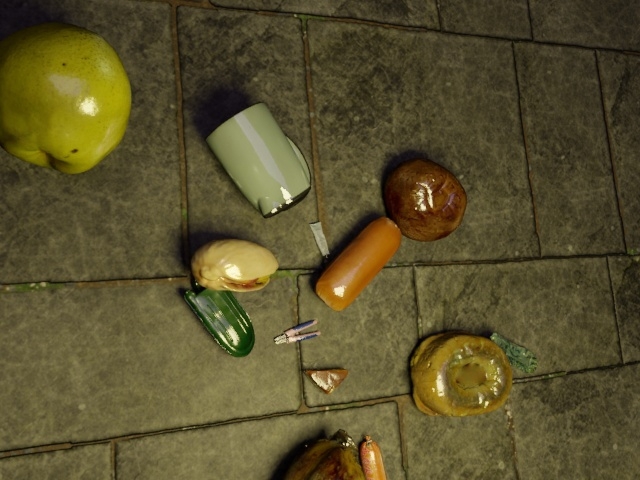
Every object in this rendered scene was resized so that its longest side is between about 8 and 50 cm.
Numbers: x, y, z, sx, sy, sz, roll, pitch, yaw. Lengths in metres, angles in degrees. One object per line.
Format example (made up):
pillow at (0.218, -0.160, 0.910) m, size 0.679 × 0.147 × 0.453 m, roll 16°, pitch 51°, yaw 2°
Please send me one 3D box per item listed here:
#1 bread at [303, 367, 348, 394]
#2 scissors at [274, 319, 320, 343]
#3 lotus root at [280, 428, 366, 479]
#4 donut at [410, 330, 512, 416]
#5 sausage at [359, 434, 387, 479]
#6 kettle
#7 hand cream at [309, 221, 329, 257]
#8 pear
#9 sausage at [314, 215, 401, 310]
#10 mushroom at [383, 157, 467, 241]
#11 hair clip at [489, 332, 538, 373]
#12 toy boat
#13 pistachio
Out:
bread at (0.012, 0.332, 1.320) m, size 0.109 × 0.043 × 0.062 m, roll 5°, pitch 78°, yaw -20°
scissors at (-0.055, 0.223, 1.328) m, size 0.113 × 0.012 × 0.039 m, roll -16°, pitch 87°, yaw -22°
lotus root at (-0.023, 0.595, 1.180) m, size 0.179 × 0.196 × 0.397 m, roll 48°, pitch 63°, yaw -46°
donut at (0.350, 0.332, 1.399) m, size 0.262 × 0.128 × 0.208 m, roll -6°, pitch 83°, yaw -22°
sausage at (0.146, 0.633, 1.316) m, size 0.053 × 0.053 × 0.347 m, roll -11°, pitch 85°, yaw -21°
kettle at (-0.117, -0.185, 1.306) m, size 0.236 × 0.161 × 0.221 m, roll 56°, pitch 38°, yaw -5°
hand cream at (0.000, 0.000, 1.385) m, size 0.030 × 0.019 × 0.093 m, roll -16°, pitch 81°, yaw -20°
pear at (-0.512, -0.288, 1.107) m, size 0.295 × 0.294 × 0.294 m, roll 3°, pitch 80°, yaw -20°
sausage at (0.095, 0.053, 1.365) m, size 0.105 × 0.105 × 0.274 m, roll 46°, pitch 70°, yaw -8°
mushroom at (0.273, -0.100, 1.432) m, size 0.231 × 0.138 × 0.194 m, roll 29°, pitch 73°, yaw -13°
hair clip at (0.510, 0.296, 1.494) m, size 0.229 × 0.036 × 0.066 m, roll 33°, pitch 70°, yaw -33°
toy boat at (-0.218, 0.169, 1.256) m, size 0.210 × 0.052 × 0.104 m, roll 55°, pitch 48°, yaw -6°
pistachio at (-0.189, 0.048, 1.238) m, size 0.201 × 0.117 × 0.145 m, roll -4°, pitch 40°, yaw -40°
